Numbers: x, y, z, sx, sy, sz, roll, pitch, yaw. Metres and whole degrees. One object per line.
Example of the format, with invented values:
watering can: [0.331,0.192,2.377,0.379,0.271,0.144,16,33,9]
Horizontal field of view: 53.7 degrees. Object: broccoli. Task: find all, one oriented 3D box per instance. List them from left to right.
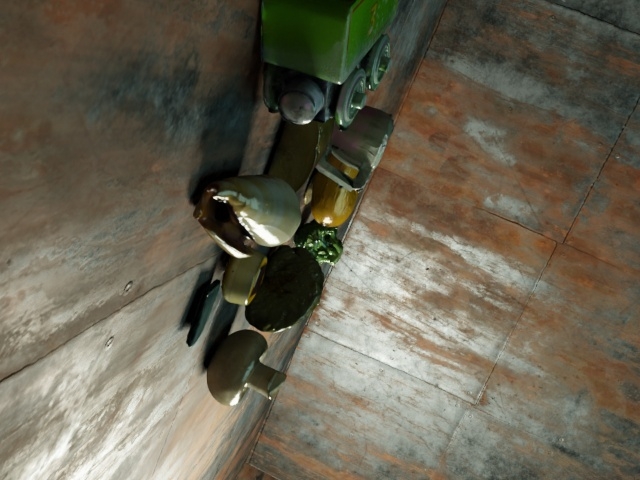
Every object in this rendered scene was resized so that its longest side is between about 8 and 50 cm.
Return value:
broccoli: [0.000,0.000,1.994,0.195,0.156,0.195,-57,163,-28]

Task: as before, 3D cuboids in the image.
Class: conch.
conch: [-0.136,-0.064,1.101,0.158,0.127,0.255,-37,152,8]

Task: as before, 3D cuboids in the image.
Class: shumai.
shumai: [-0.091,0.157,1.759,0.255,0.189,0.218,-57,169,-18]

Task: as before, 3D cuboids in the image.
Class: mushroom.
mushroom: [-0.187,0.339,1.634,0.204,0.204,0.204,-63,172,-15]

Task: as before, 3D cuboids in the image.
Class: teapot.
teapot: [0.079,-0.255,1.670,0.163,0.178,0.221,-63,175,-78]

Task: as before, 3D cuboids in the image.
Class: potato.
potato: [-0.036,-0.201,1.328,0.243,0.098,0.138,-67,174,26]

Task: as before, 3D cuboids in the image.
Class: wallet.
wallet: [-0.240,0.144,1.283,0.088,0.026,0.129,-61,173,-77]

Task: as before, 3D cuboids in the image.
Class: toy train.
toy train: [0.019,-0.336,1.026,0.248,0.174,0.307,95,20,-44]

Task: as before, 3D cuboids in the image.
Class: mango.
mango: [0.051,-0.182,1.813,0.177,0.120,0.294,16,89,-69]

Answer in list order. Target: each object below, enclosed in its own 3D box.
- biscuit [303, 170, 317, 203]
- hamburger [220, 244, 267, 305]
biscuit: [-0.021,-0.160,1.861,0.120,0.015,0.120,25,90,-83]
hamburger: [-0.166,0.071,1.338,0.141,0.082,0.126,-59,168,-63]
